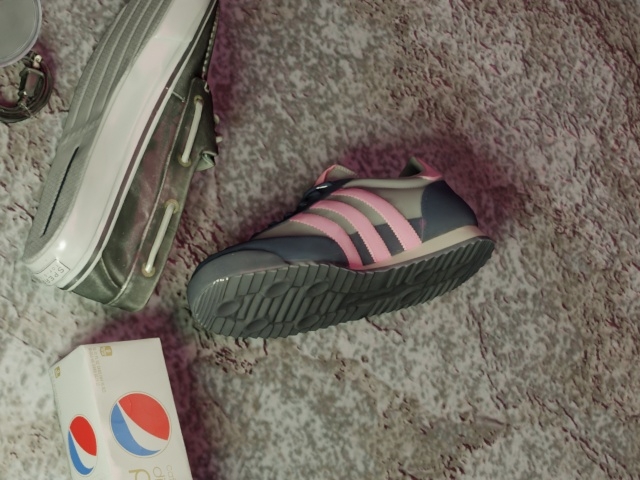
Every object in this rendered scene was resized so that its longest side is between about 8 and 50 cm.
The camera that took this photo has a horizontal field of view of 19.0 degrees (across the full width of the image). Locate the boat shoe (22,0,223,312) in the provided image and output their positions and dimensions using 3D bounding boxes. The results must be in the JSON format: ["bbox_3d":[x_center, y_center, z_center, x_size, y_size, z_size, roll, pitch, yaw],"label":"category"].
[{"bbox_3d":[-0.145,-0.090,1.627,0.119,0.121,0.335,33,64,-27],"label":"boat shoe"}]

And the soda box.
[{"bbox_3d":[-0.149,0.189,1.509,0.074,0.069,0.216,-3,70,-35],"label":"soda box"}]

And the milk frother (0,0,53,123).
[{"bbox_3d":[-0.262,-0.159,1.550,0.143,0.135,0.129,7,96,-29],"label":"milk frother"}]

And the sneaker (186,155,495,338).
[{"bbox_3d":[0.000,0.000,1.691,0.319,0.112,0.131,-8,57,-39],"label":"sneaker"}]
